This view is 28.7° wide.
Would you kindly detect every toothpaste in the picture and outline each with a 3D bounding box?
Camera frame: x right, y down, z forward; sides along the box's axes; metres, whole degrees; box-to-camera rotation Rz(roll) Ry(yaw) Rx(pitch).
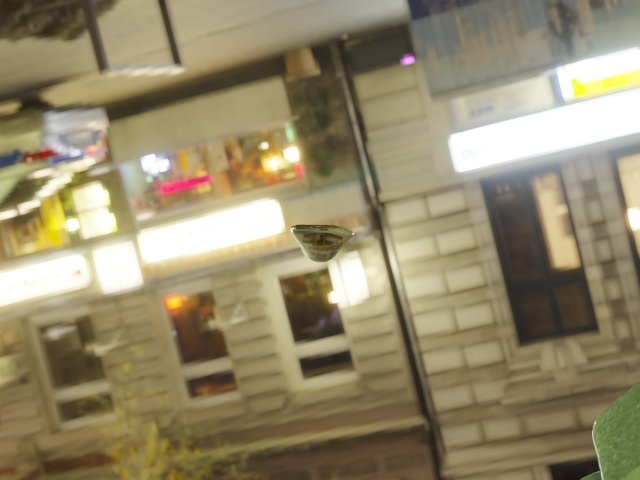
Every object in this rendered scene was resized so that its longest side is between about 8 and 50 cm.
[{"bbox_3d":[0.000,0.000,1.433,0.067,0.037,0.255,5,174,-1],"label":"toothpaste"}]

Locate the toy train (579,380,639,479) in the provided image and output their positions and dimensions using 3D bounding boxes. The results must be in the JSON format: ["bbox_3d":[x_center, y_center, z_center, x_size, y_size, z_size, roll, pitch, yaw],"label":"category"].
[{"bbox_3d":[0.188,0.189,0.584,0.238,0.167,0.299,-46,-159,22],"label":"toy train"}]
